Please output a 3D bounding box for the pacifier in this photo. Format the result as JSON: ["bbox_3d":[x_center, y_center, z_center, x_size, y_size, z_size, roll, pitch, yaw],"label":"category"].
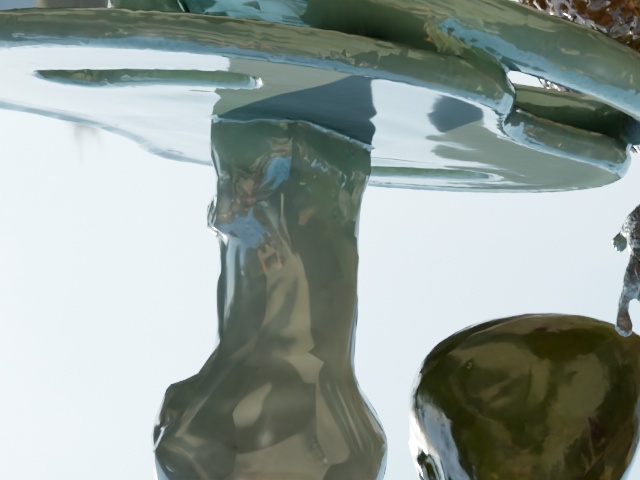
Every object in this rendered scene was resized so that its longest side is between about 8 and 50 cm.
[{"bbox_3d":[0.000,0.000,0.625,0.288,0.269,0.343,2,177,30],"label":"pacifier"}]

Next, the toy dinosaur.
[{"bbox_3d":[0.236,-0.013,1.074,0.039,0.082,0.209,9,-136,0],"label":"toy dinosaur"}]

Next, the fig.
[{"bbox_3d":[0.188,0.158,1.287,0.225,0.203,0.203,-28,-153,-9],"label":"fig"}]

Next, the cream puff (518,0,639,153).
[{"bbox_3d":[0.266,-0.210,1.245,0.212,0.303,0.303,-6,-160,8],"label":"cream puff"}]
